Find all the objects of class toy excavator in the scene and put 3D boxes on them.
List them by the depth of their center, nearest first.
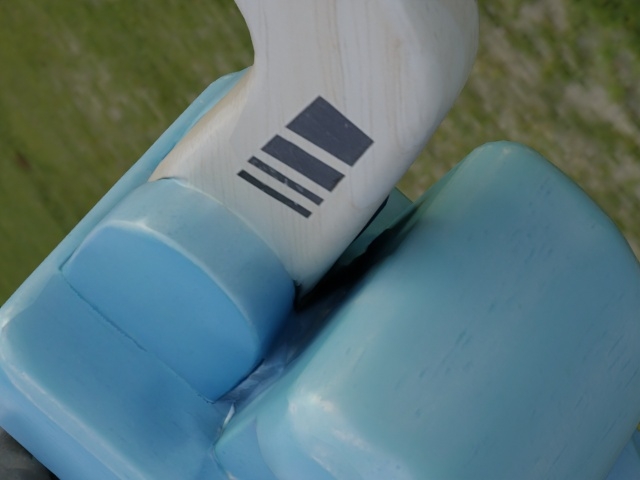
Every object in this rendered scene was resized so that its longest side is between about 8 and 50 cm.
[{"bbox_3d":[0.000,0.000,0.565,0.433,0.222,0.445,42,147,-4],"label":"toy excavator"}]
